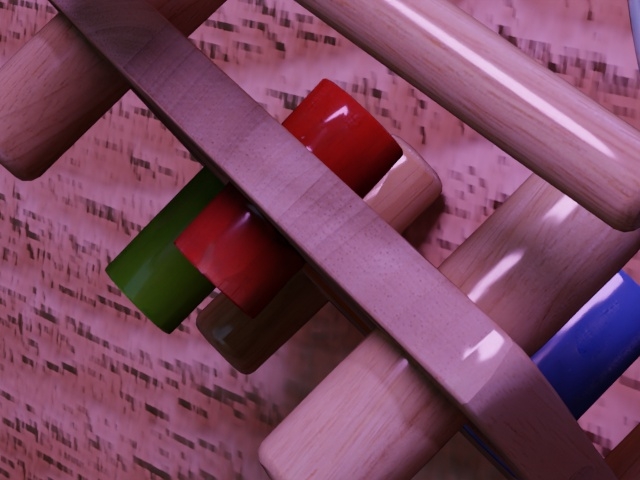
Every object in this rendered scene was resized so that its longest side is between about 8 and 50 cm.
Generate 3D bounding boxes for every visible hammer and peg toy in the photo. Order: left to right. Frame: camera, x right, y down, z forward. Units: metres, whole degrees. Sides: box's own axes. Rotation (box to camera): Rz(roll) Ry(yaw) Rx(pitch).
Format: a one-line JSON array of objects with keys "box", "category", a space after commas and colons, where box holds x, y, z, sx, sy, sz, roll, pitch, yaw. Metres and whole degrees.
[{"box": [0.000, 0.000, 0.512, 0.127, 0.361, 0.266, -44, 55, -2], "category": "hammer and peg toy"}]

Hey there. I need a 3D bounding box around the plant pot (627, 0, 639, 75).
[{"box": [0.240, -0.085, 0.350, 0.290, 0.195, 0.290, 12, 104, 57], "category": "plant pot"}]
